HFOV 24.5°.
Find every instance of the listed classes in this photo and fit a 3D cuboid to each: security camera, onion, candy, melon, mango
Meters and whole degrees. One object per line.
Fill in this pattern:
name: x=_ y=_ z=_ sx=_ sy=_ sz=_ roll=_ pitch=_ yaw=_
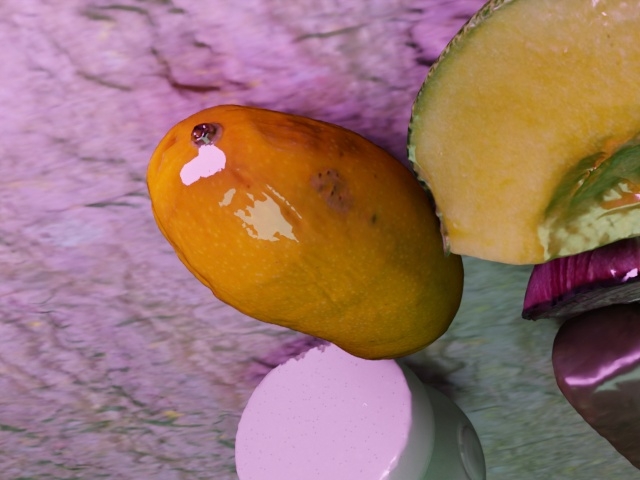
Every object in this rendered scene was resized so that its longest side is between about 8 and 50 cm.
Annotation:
security camera: x=0.054 y=0.218 z=1.383 sx=0.194 sy=0.194 sz=0.236 roll=-24 pitch=141 yaw=21
onion: x=0.282 y=-0.009 z=1.198 sx=0.250 sy=0.111 sz=0.247 roll=-10 pitch=172 yaw=-21
candy: x=0.307 y=0.142 z=1.388 sx=0.104 sy=0.102 sz=0.234 roll=-24 pitch=137 yaw=21
melon: x=0.228 y=-0.091 z=0.999 sx=0.343 sy=0.226 sz=0.331 roll=3 pitch=174 yaw=32
mango: x=0.004 y=0.000 z=1.138 sx=0.187 sy=0.144 sz=0.359 roll=-15 pitch=150 yaw=34
